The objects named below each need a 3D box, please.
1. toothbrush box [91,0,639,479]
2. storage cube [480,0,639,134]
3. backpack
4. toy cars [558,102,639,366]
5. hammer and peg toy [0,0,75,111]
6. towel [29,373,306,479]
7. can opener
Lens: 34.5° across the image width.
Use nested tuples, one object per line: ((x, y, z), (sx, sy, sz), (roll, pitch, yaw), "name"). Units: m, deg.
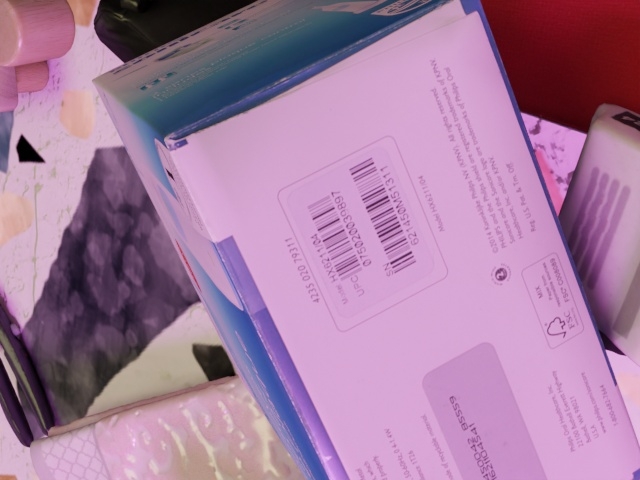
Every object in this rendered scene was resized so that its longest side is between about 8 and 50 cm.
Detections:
((0.000, 0.000, 0.508), (0.216, 0.126, 0.295), (66, 171, -19), "toothbrush box")
((0.152, -0.168, 0.507), (0.215, 0.183, 0.193), (23, 118, 33), "storage cube")
((-0.057, -0.176, 0.687), (0.115, 0.152, 0.182), (11, 66, 47), "backpack")
((0.114, -0.069, 0.389), (0.176, 0.087, 0.394), (-29, 85, 42), "toy cars")
((-0.338, -0.247, 0.936), (0.361, 0.127, 0.266), (2, 101, 40), "hammer and peg toy")
((-0.105, 0.298, 0.925), (0.317, 0.053, 0.332), (-19, 91, 36), "towel")
((-0.333, 0.129, 1.093), (0.059, 0.073, 0.186), (-32, 82, 1), "can opener")
